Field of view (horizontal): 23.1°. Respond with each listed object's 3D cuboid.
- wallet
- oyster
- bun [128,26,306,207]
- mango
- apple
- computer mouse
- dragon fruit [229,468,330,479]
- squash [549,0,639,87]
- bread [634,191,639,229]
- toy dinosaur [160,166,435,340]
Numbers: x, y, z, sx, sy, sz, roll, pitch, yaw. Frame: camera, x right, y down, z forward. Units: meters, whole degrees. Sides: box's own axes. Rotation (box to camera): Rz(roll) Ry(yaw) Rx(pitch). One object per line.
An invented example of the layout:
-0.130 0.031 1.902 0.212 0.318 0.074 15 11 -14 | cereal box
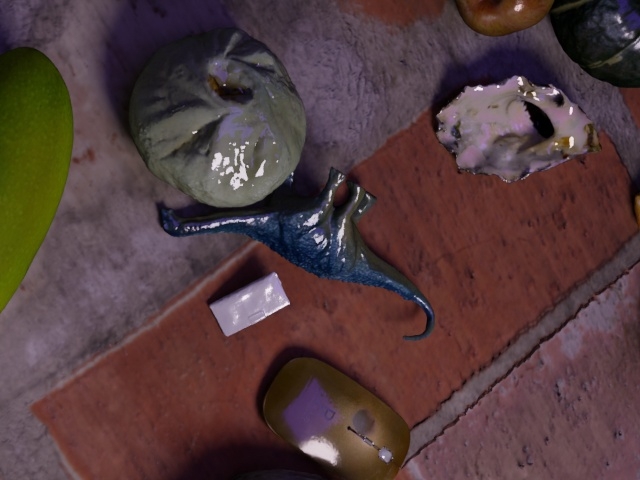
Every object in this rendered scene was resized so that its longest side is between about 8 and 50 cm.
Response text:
-0.078 0.071 1.738 0.083 0.011 0.044 -27 104 -4 | wallet
0.237 -0.143 1.909 0.209 0.072 0.133 -16 103 -8 | oyster
-0.104 -0.134 1.664 0.195 0.118 0.195 6 71 -17 | bun
-0.355 -0.041 1.528 0.192 0.156 0.343 39 67 -31 | mango
0.219 -0.307 1.867 0.102 0.126 0.126 -35 109 -66 | apple
0.023 0.213 1.786 0.199 0.045 0.102 37 74 -22 | computer mouse
-0.030 0.375 1.662 0.221 0.204 0.283 45 68 -19 | dragon fruit
0.396 -0.315 1.940 0.252 0.165 0.252 0 90 -27 | squash
0.493 -0.063 2.021 0.187 0.103 0.065 -19 95 -23 | bread
0.002 -0.012 1.769 0.363 0.076 0.147 24 96 -25 | toy dinosaur
